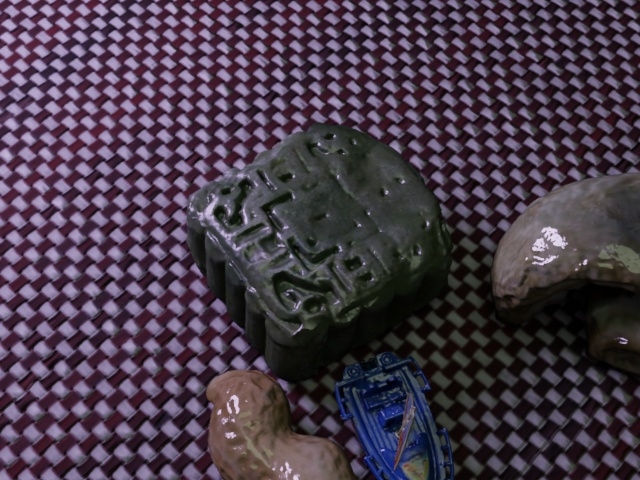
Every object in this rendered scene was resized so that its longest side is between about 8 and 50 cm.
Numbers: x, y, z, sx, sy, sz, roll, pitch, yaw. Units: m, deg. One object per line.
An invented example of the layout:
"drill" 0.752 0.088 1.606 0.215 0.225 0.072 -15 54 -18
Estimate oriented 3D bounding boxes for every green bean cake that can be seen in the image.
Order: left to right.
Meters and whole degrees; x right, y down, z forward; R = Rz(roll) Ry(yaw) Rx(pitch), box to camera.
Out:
"green bean cake" 0.000 0.000 1.007 0.227 0.125 0.222 -30 64 -23

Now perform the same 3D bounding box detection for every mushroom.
"mushroom" 0.313 0.016 0.973 0.267 0.164 0.189 21 62 12

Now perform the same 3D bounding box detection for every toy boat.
"toy boat" 0.074 0.174 0.906 0.091 0.110 0.175 -18 63 -11

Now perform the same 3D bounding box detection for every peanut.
"peanut" -0.031 0.206 0.901 0.104 0.085 0.228 -32 63 -28
